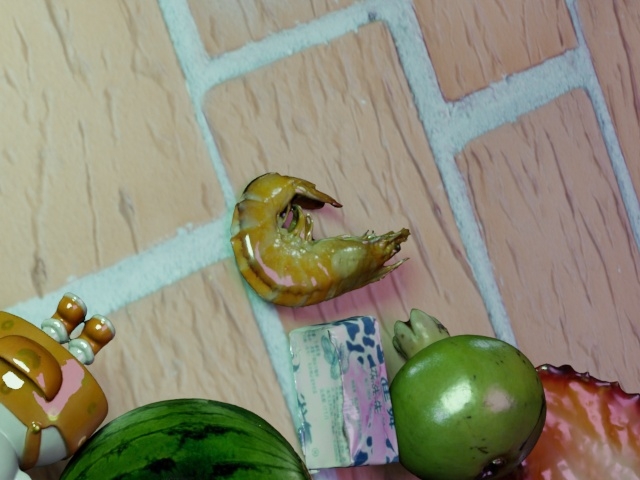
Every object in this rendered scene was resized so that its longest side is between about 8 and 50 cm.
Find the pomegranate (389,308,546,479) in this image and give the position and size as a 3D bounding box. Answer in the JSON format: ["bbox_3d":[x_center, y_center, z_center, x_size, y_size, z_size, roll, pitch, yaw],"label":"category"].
[{"bbox_3d":[0.142,0.169,1.795,0.210,0.179,0.179,46,40,10],"label":"pomegranate"}]

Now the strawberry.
[{"bbox_3d":[0.296,0.288,1.983,0.336,0.149,0.265,45,61,-18],"label":"strawberry"}]

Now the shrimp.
[{"bbox_3d":[0.000,0.000,1.767,0.249,0.068,0.150,2,73,-44],"label":"shrimp"}]

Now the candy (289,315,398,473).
[{"bbox_3d":[0.024,0.162,1.741,0.092,0.073,0.160,-3,82,-47],"label":"candy"}]

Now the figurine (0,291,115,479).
[{"bbox_3d":[-0.276,0.158,1.363,0.143,0.143,0.271,45,74,-32],"label":"figurine"}]

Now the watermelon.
[{"bbox_3d":[-0.118,0.253,1.407,0.242,0.242,0.242,16,68,-46],"label":"watermelon"}]
